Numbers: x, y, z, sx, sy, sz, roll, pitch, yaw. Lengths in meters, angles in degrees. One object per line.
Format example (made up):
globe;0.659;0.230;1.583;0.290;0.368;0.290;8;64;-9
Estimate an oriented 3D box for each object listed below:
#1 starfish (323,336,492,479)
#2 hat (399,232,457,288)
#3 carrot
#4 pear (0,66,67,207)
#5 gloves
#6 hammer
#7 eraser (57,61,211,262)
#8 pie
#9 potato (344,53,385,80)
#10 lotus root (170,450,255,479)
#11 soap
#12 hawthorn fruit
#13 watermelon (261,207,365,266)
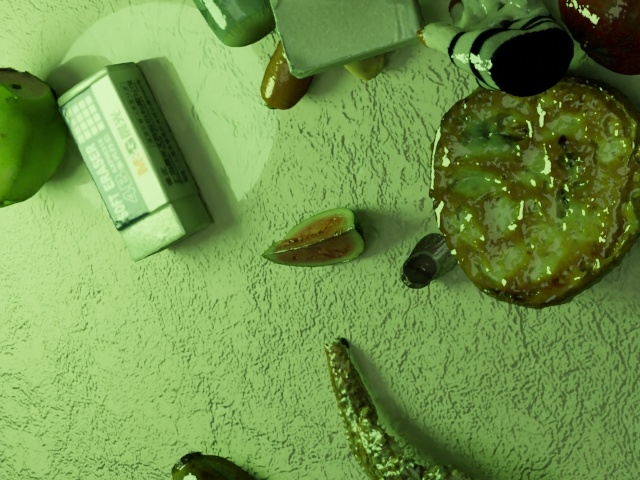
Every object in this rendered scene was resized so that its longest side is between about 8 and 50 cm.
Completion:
starfish;0.150;0.371;1.701;0.398;0.132;0.384;13;114;31
hat;0.146;0.031;1.658;0.058;0.042;0.087;43;87;6
carrot;-0.022;-0.273;1.656;0.067;0.067;0.225;34;116;19
pear;-0.489;-0.150;1.901;0.187;0.187;0.220;32;111;20
gloves;0.214;-0.250;1.473;0.131;0.219;0.140;38;101;-23
hammer;-0.059;-0.413;1.631;0.305;0.113;0.202;-35;87;25
eraser;-0.282;-0.119;1.846;0.124;0.081;0.279;-27;88;33
pie;0.271;-0.072;1.524;0.315;0.092;0.315;6;102;32
potato;0.052;-0.256;1.625;0.083;0.062;0.068;48;154;-16
lotus root;-0.131;0.426;1.876;0.241;0.124;0.123;38;109;17
soap;0.035;-0.291;1.560;0.183;0.064;0.121;-15;91;8
hawthorn fruit;0.362;-0.288;1.375;0.157;0.157;0.194;47;106;12
watermelon;0.003;-0.010;1.714;0.163;0.087;0.069;-16;64;32
